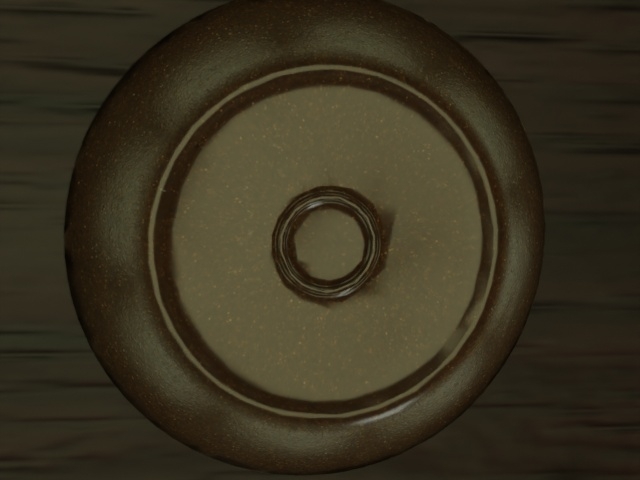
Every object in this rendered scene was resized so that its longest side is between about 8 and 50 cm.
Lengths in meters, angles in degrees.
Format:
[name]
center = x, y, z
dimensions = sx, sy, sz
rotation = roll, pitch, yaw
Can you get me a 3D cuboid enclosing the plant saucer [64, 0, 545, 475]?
[plant saucer]
center = 0.000, 0.000, 0.536
dimensions = 0.199, 0.036, 0.198
rotation = -1, 96, -11
